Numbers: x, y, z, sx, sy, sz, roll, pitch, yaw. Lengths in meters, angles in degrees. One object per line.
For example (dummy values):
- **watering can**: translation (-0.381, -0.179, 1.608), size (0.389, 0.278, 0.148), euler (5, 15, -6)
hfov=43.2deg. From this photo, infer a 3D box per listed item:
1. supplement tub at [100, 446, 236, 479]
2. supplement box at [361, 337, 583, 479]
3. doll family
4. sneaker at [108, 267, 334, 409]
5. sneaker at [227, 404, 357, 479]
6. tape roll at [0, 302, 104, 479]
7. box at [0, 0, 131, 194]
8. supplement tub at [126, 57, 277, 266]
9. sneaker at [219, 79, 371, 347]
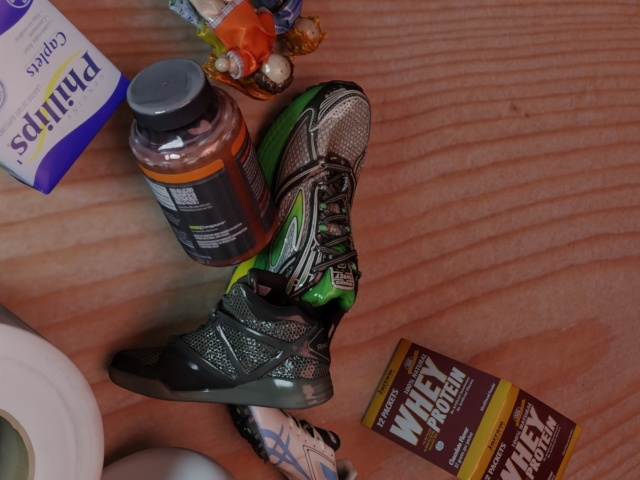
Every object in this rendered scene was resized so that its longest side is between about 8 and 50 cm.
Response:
- **supplement tub**: translation (-0.123, 0.393, 0.807), size (0.235, 0.235, 0.325), euler (-42, 124, -24)
- **supplement box**: translation (0.199, 0.244, 1.064), size (0.194, 0.191, 0.129), euler (33, 80, -39)
- **doll family**: translation (-0.060, -0.235, 0.793), size (0.163, 0.118, 0.263), euler (50, 51, -30)
- **sneaker**: translation (-0.100, 0.091, 0.783), size (0.087, 0.227, 0.130), euler (-5, 92, -70)
- **sneaker**: translation (-0.031, 0.232, 0.938), size (0.086, 0.085, 0.237), euler (-41, 131, -10)
- **tape roll**: translation (-0.316, 0.157, 0.629), size (0.246, 0.169, 0.246), euler (-11, 108, -37)
- **box**: translation (-0.250, -0.130, 0.670), size (0.137, 0.072, 0.126), euler (45, 73, -38)
- **supplement tub**: translation (-0.110, -0.070, 0.746), size (0.106, 0.106, 0.198), euler (-45, 146, -22)
- **sneaker**: translation (0.000, 0.000, 0.864), size (0.134, 0.146, 0.344), euler (10, 95, -41)
